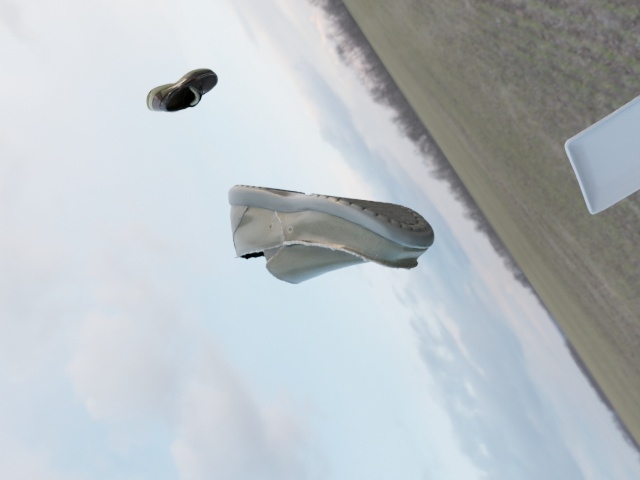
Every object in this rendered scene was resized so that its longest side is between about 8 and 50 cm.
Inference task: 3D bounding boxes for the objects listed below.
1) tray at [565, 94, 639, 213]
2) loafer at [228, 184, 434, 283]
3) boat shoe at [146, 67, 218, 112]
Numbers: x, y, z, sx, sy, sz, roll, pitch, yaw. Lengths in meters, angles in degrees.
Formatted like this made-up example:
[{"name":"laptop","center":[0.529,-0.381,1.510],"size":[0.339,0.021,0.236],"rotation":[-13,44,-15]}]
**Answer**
[{"name":"tray","center":[0.482,-0.162,0.897],"size":[0.145,0.270,0.030],"rotation":[54,-173,-33]},{"name":"loafer","center":[0.000,0.000,0.592],"size":[0.094,0.087,0.251],"rotation":[3,-174,-40]},{"name":"boat shoe","center":[-0.226,-0.250,1.071],"size":[0.049,0.152,0.056],"rotation":[30,138,24]}]
